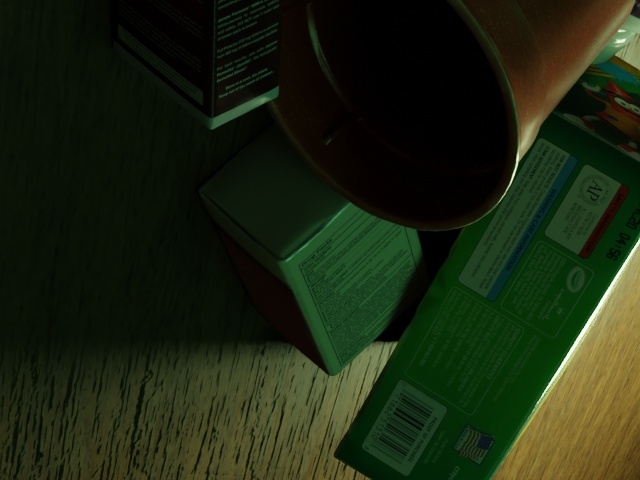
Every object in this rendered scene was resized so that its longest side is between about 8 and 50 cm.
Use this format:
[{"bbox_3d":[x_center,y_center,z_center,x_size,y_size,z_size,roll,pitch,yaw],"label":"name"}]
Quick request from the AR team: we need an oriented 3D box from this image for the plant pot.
[{"bbox_3d":[0.122,-0.193,1.205,0.265,0.272,0.272,-42,150,-35],"label":"plant pot"}]

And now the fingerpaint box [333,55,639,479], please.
[{"bbox_3d":[0.231,0.039,1.540,0.445,0.163,0.371,-62,170,23],"label":"fingerpaint box"}]

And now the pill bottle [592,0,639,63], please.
[{"bbox_3d":[0.329,-0.308,1.358,0.169,0.169,0.301,-19,160,-41],"label":"pill bottle"}]

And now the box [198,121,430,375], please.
[{"bbox_3d":[0.000,0.000,1.370,0.148,0.127,0.232,-42,148,-14],"label":"box"}]

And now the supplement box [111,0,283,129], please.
[{"bbox_3d":[-0.091,-0.215,1.020,0.073,0.130,0.239,-30,145,-30],"label":"supplement box"}]
